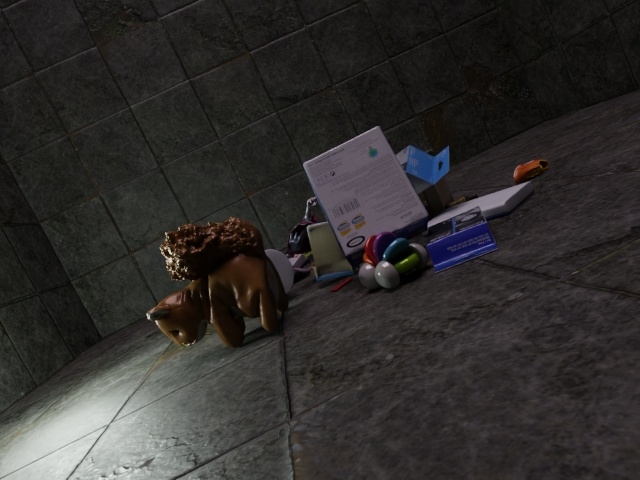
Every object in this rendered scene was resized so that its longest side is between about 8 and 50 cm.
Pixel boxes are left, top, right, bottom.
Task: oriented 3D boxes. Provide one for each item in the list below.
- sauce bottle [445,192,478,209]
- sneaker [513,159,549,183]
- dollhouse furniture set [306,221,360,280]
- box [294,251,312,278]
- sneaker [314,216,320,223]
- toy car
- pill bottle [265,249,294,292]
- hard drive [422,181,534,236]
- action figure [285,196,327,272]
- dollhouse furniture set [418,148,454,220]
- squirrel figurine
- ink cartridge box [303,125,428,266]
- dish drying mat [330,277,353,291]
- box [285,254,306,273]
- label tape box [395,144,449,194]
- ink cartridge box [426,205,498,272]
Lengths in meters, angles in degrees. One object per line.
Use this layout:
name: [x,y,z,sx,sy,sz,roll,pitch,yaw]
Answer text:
sauce bottle: [0.551,-0.148,1.811,0.128,0.042,0.042,-27,6,-2]
sneaker: [0.788,-0.264,1.739,0.175,0.064,0.067,-31,17,-24]
dollhouse furniture set: [0.084,-0.039,1.643,0.303,0.286,0.198,-13,8,9]
box: [-0.070,0.104,2.165,0.216,0.060,0.270,-20,8,47]
sneaker: [0.000,0.000,2.068,0.120,0.112,0.299,-14,34,-26]
toy car: [0.181,0.042,1.234,0.159,0.136,0.182,-28,6,-26]
pill bottle: [-0.284,0.158,1.764,0.229,0.229,0.407,-31,7,-40]
hard drive: [0.515,-0.100,1.542,0.210,0.040,0.318,-31,7,-39]
action figure: [0.023,-0.013,1.882,0.248,0.276,0.370,21,11,10]
dollhouse furniture set: [0.350,-0.188,1.977,0.394,0.256,0.362,-29,6,-31]
squirrel figurine: [-0.331,0.130,1.391,0.370,0.397,0.281,-16,11,5]
ink cartridge box: [0.148,-0.104,1.408,0.270,0.395,0.151,-26,-21,4]
dish drying mat: [0.068,0.142,1.480,0.083,0.008,0.032,-31,7,-37]
box: [-0.157,0.135,1.989,0.186,0.038,0.145,-52,22,-20]
label tape box: [0.312,-0.245,1.754,0.347,0.115,0.249,-36,18,31]
ink cartridge box: [0.376,-0.012,1.259,0.165,0.065,0.333,-23,7,17]
